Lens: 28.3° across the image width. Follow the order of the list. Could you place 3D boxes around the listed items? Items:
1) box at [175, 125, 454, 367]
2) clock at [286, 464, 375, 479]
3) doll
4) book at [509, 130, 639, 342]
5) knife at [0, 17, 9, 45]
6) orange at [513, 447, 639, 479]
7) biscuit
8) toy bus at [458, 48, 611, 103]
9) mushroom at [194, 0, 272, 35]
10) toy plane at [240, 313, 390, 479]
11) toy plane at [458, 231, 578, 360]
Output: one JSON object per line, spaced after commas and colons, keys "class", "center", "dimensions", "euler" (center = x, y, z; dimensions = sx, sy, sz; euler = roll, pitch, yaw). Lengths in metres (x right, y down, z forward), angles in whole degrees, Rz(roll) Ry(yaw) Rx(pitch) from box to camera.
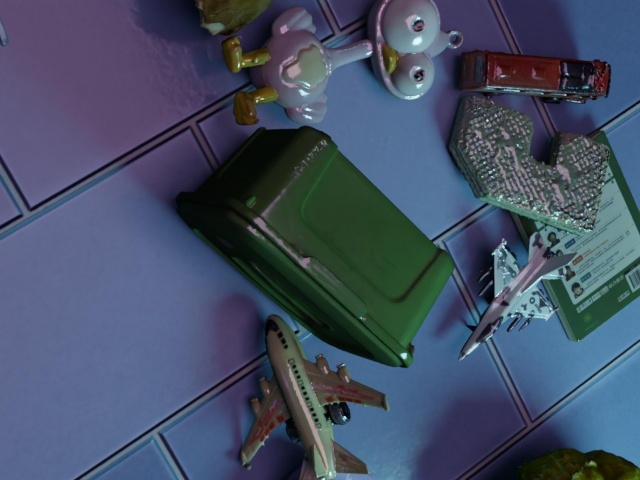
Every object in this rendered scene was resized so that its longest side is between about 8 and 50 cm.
{"class": "box", "center": [0.000, 0.000, 1.634], "dimensions": [0.328, 0.252, 0.178], "euler": [41, 78, -23]}
{"class": "clock", "center": [0.005, 0.381, 1.766], "dimensions": [0.198, 0.064, 0.172], "euler": [-9, 93, -25]}
{"class": "doll", "center": [0.037, -0.250, 1.730], "dimensions": [0.365, 0.094, 0.160], "euler": [-15, 102, -23]}
{"class": "book", "center": [0.411, -0.007, 1.952], "dimensions": [0.202, 0.027, 0.264], "euler": [-33, 107, -18]}
{"class": "knife", "center": [-0.405, -0.285, 1.570], "dimensions": [0.014, 0.005, 0.091], "euler": [-21, 101, -24]}
{"class": "orange", "center": [0.378, 0.453, 1.861], "dimensions": [0.300, 0.223, 0.301], "euler": [7, 93, -14]}
{"class": "biscuit", "center": [0.305, -0.111, 1.862], "dimensions": [0.250, 0.046, 0.147], "euler": [19, 78, -13]}
{"class": "toy bus", "center": [0.316, -0.240, 1.859], "dimensions": [0.234, 0.096, 0.074], "euler": [1, 95, -24]}
{"class": "mushroom", "center": [-0.161, -0.418, 1.601], "dimensions": [0.301, 0.233, 0.208], "euler": [40, 121, -9]}
{"class": "toy plane", "center": [-0.022, 0.215, 1.710], "dimensions": [0.092, 0.229, 0.244], "euler": [16, 53, -65]}
{"class": "toy plane", "center": [0.276, 0.084, 1.875], "dimensions": [0.234, 0.082, 0.160], "euler": [-42, 117, -1]}
